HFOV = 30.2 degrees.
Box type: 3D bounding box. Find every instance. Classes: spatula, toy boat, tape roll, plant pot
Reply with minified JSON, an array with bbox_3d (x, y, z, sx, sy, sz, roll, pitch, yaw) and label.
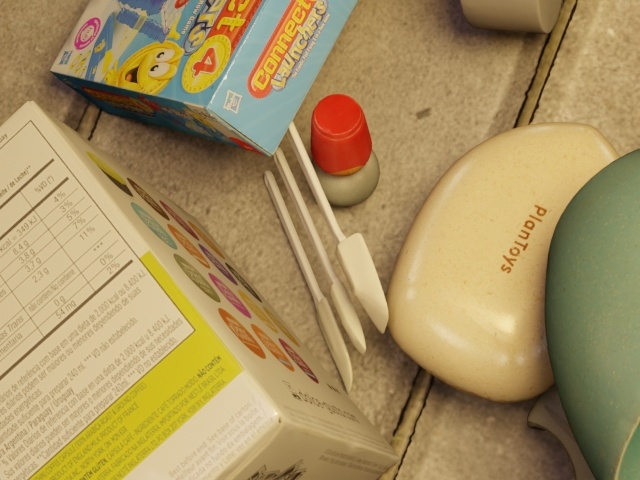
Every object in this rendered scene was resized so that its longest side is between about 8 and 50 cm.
[{"bbox_3d":[0.000,0.000,1.080,0.019,0.168,0.242,-15,64,-15],"label":"spatula"},{"bbox_3d":[0.122,-0.018,1.058,0.318,0.148,0.267,33,73,17],"label":"toy boat"},{"bbox_3d":[0.183,-0.300,1.076,0.072,0.219,0.219,7,76,19],"label":"tape roll"},{"bbox_3d":[0.275,0.040,0.855,0.290,0.290,0.195,-38,49,3],"label":"plant pot"}]

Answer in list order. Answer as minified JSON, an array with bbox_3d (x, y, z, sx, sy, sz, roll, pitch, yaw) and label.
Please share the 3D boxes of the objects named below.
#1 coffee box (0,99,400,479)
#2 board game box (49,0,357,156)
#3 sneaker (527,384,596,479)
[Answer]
[{"bbox_3d":[-0.197,0.154,0.986,0.338,0.337,0.334,-43,67,2],"label":"coffee box"},{"bbox_3d":[-0.089,-0.254,1.143,0.302,0.086,0.308,18,78,49],"label":"board game box"},{"bbox_3d":[0.274,0.217,0.969,0.108,0.100,0.271,-40,61,12],"label":"sneaker"}]
